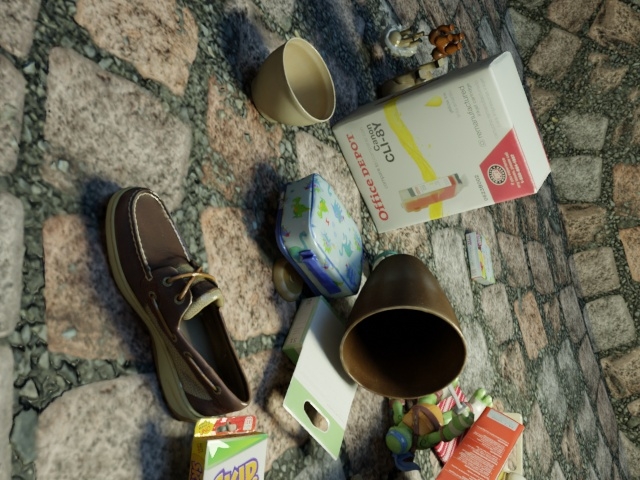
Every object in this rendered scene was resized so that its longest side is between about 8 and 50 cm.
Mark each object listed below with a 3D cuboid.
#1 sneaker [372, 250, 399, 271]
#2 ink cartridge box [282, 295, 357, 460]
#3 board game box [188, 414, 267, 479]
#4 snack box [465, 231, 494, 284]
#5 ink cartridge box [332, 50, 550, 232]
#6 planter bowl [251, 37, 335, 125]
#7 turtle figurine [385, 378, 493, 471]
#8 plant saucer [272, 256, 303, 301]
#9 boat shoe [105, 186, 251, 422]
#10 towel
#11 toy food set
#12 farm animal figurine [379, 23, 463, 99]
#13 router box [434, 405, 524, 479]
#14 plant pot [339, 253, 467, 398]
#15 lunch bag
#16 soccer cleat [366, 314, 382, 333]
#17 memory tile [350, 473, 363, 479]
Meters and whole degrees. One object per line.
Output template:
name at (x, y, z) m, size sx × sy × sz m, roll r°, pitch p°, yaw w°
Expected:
sneaker at (0.192, 0.093, 1.529) m, size 0.275 × 0.107 × 0.110 m, roll 40°, pitch 26°, yaw -47°
ink cartridge box at (-0.002, 0.239, 1.185) m, size 0.171 × 0.056 × 0.235 m, roll 52°, pitch 41°, yaw -29°
board game box at (-0.130, 0.370, 0.906) m, size 0.124 × 0.039 × 0.259 m, roll 15°, pitch 75°, yaw -54°
snack box at (0.474, 0.054, 1.998) m, size 0.100 × 0.037 × 0.141 m, roll 23°, pitch 58°, yaw -52°
ink cartridge box at (0.258, -0.202, 1.468) m, size 0.160 × 0.385 × 0.279 m, roll -43°, pitch 112°, yaw -51°
planter bowl at (-0.061, -0.285, 1.274) m, size 0.162 × 0.109 × 0.162 m, roll 30°, pitch 52°, yaw -47°
turtle figurine at (0.236, 0.312, 1.373) m, size 0.266 × 0.198 × 0.274 m, roll -6°, pitch 84°, yaw -50°
plant saucer at (-0.055, 0.069, 1.216) m, size 0.083 × 0.015 × 0.083 m, roll 28°, pitch 54°, yaw -48°
boat shoe at (-0.181, 0.080, 0.919) m, size 0.123 × 0.123 × 0.342 m, roll -20°, pitch 94°, yaw -57°
towel at (0.305, 0.434, 1.586) m, size 0.275 × 0.031 × 0.199 m, roll 59°, pitch 38°, yaw -19°
toy food set at (0.435, 0.537, 1.624) m, size 0.306 × 0.092 × 0.219 m, roll 19°, pitch 72°, yaw -60°
farm animal figurine at (0.274, -0.397, 1.796) m, size 0.327 × 0.172 × 0.330 m, roll -13°, pitch 95°, yaw -45°
router box at (0.233, 0.510, 1.224) m, size 0.301 × 0.082 × 0.335 m, roll -23°, pitch 135°, yaw -57°
plant pot at (0.151, 0.132, 1.240) m, size 0.215 × 0.215 × 0.230 m, roll 56°, pitch 23°, yaw -26°
lunch bag at (0.000, 0.000, 1.239) m, size 0.219 × 0.090 × 0.176 m, roll 53°, pitch 30°, yaw -42°
soccer cleat at (0.112, 0.173, 1.377) m, size 0.196 × 0.068 × 0.076 m, roll -37°, pitch 109°, yaw -59°
memory tile at (0.053, 0.500, 1.194) m, size 0.148 × 0.012 × 0.113 m, roll -31°, pitch 103°, yaw -57°
